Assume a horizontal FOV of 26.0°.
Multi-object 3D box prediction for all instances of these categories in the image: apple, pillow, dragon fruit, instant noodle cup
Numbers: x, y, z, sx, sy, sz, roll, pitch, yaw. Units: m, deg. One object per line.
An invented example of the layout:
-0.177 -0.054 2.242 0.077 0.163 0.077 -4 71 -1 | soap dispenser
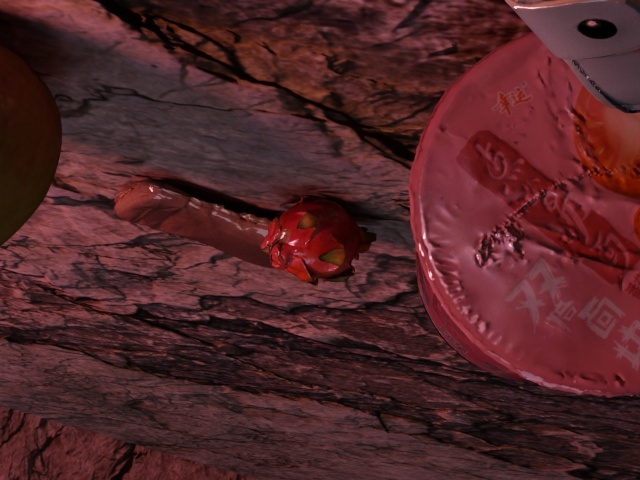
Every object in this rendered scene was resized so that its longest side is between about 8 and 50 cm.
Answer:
-0.336 -0.078 1.079 0.260 0.194 0.261 16 165 4 | apple
-0.104 -0.015 1.416 0.211 0.034 0.135 19 164 -22 | pillow
0.002 0.001 1.327 0.116 0.086 0.081 12 126 -32 | dragon fruit
0.174 -0.002 0.977 0.242 0.243 0.231 10 170 1 | instant noodle cup

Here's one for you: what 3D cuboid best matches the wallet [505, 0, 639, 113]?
0.188 -0.152 0.744 0.176 0.075 0.250 -9 155 33 | wallet
